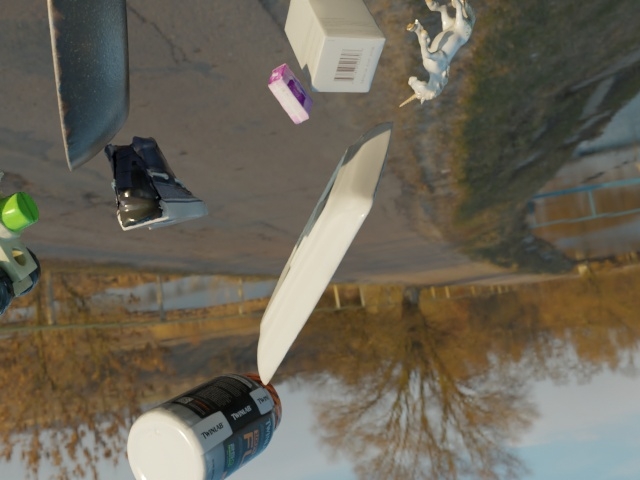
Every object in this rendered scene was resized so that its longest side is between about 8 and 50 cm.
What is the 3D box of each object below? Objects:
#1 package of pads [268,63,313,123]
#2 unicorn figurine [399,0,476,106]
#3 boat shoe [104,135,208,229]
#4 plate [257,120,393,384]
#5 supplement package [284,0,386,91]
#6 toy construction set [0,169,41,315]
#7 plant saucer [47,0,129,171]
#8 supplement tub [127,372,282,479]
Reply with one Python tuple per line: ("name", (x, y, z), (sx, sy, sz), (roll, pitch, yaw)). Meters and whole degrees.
("package of pads", (-0.046, -0.228, 1.144), (0.032, 0.050, 0.083), (-21, 127, 26))
("unicorn figurine", (0.158, -0.260, 0.989), (0.162, 0.060, 0.111), (-43, 134, 1))
("boat shoe", (-0.302, -0.109, 1.379), (0.127, 0.158, 0.340), (-15, -179, 0))
("plate", (0.000, 0.000, 0.910), (0.045, 0.277, 0.278), (28, -151, -4))
("supplement package", (0.019, -0.336, 1.194), (0.105, 0.179, 0.105), (-4, 139, -20))
("toy construction set", (-0.362, -0.011, 0.597), (0.328, 0.215, 0.151), (-21, -165, 24))
("plant saucer", (-0.128, -0.138, 0.402), (0.036, 0.198, 0.198), (-5, 172, -15))
("supplement tub", (-0.134, 0.235, 0.907), (0.117, 0.117, 0.190), (-14, -178, 30))
